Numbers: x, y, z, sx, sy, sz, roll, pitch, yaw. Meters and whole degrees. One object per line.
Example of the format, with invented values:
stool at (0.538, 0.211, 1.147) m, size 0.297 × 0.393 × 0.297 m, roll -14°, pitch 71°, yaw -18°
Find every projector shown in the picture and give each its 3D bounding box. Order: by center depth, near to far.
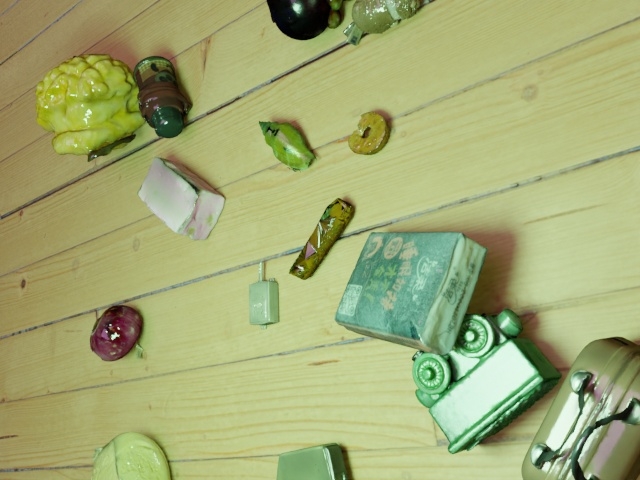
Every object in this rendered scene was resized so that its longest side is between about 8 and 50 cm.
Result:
projector at (-0.011, 0.610, 1.434) m, size 0.193 × 0.088 × 0.270 m, roll -24°, pitch 67°, yaw 33°

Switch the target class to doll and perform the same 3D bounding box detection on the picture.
doll at (0.138, -0.558, 1.528) m, size 0.221 × 0.115 × 0.105 m, roll -15°, pitch 83°, yaw 42°

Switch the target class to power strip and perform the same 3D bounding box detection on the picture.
power strip at (-0.150, 0.142, 1.655) m, size 0.075 × 0.042 × 0.175 m, roll -13°, pitch 74°, yaw 37°

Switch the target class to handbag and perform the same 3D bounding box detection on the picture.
handbag at (0.446, 0.304, 1.015) m, size 0.149 × 0.283 × 0.302 m, roll 32°, pitch 101°, yaw 35°

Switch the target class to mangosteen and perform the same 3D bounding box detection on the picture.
mangosteen at (-0.022, -0.619, 1.622) m, size 0.230 × 0.194 × 0.194 m, roll -12°, pitch 73°, yaw 8°

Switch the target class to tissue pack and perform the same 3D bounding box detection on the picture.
tissue pack at (0.170, 0.095, 1.288) m, size 0.315 × 0.103 × 0.228 m, roll 1°, pitch 66°, yaw 61°

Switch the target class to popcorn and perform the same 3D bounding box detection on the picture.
popcorn at (-0.727, -0.409, 2.027) m, size 0.349 × 0.349 × 0.382 m, roll -36°, pitch 58°, yaw 27°

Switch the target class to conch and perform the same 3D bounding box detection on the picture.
conch at (-0.090, -0.255, 1.668) m, size 0.201 × 0.079 × 0.095 m, roll 56°, pitch 134°, yaw 21°

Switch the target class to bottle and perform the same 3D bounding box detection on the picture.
bottle at (-0.486, -0.433, 1.962) m, size 0.156 × 0.143 × 0.271 m, roll -18°, pitch 62°, yaw -8°

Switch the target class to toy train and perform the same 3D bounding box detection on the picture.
toy train at (0.304, 0.260, 1.221) m, size 0.266 × 0.145 × 0.202 m, roll -48°, pitch 60°, yaw 21°

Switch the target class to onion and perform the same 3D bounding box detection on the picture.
onion at (-0.620, 0.282, 1.927) m, size 0.177 × 0.153 × 0.177 m, roll -13°, pitch 72°, yaw 47°

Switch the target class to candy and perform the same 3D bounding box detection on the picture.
candy at (-0.416, -0.126, 1.861) m, size 0.265 × 0.116 × 0.155 m, roll 35°, pitch 104°, yaw 36°

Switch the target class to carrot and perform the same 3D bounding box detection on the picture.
carrot at (0.001, 0.001, 1.556) m, size 0.069 × 0.069 × 0.229 m, roll 43°, pitch 109°, yaw 34°

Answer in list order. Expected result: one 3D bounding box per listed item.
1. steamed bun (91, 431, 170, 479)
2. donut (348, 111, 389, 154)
steamed bun at (-0.530, 0.681, 1.776) m, size 0.232 × 0.166 × 0.273 m, roll -52°, pitch 49°, yaw 33°
donut at (0.121, -0.251, 1.519) m, size 0.097 × 0.043 × 0.108 m, roll 43°, pitch 107°, yaw 35°
